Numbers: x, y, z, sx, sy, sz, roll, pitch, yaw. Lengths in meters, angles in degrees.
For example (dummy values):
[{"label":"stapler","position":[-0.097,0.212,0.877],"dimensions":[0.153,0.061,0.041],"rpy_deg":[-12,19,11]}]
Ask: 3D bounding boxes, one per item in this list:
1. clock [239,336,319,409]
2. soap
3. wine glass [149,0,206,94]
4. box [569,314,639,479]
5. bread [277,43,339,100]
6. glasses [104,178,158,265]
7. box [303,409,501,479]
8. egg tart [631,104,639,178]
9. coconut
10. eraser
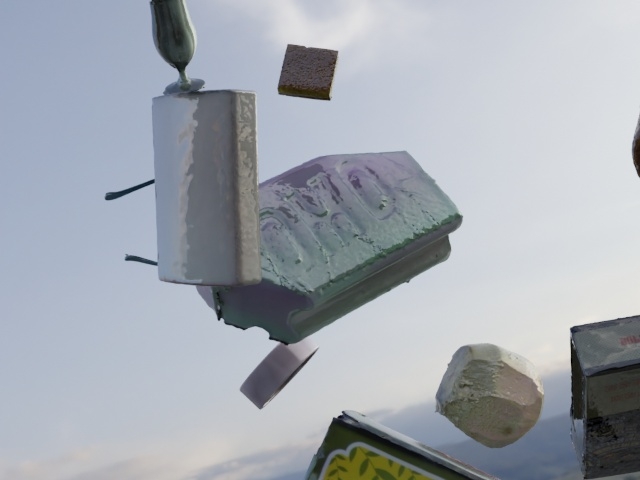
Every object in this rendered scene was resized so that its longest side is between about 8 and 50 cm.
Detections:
[{"label":"clock","position":[-0.092,0.288,2.002],"dimensions":[0.197,0.068,0.197],"rpy_deg":[-46,-8,-8]},{"label":"soap","position":[0.000,0.000,1.584],"dimensions":[0.446,0.261,0.156],"rpy_deg":[-27,-26,-23]},{"label":"wine glass","position":[-0.325,-0.443,1.989],"dimensions":[0.103,0.103,0.222],"rpy_deg":[-13,-61,-9]},{"label":"box","position":[0.458,0.220,1.246],"dimensions":[0.198,0.084,0.310],"rpy_deg":[-11,-42,6]},{"label":"bread","position":[-0.021,-0.290,1.537],"dimensions":[0.095,0.090,0.035],"rpy_deg":[8,-18,7]},{"label":"glasses","position":[-0.210,-0.048,1.387],"dimensions":[0.221,0.189,0.088],"rpy_deg":[-10,-26,-25]},{"label":"box","position":[0.108,0.471,1.072],"dimensions":[0.373,0.420,0.138],"rpy_deg":[23,-8,14]},{"label":"egg tart","position":[0.560,-0.158,1.319],"dimensions":[0.171,0.215,0.215],"rpy_deg":[-44,-3,-35]},{"label":"coconut","position":[0.314,0.278,1.596],"dimensions":[0.195,0.194,0.194],"rpy_deg":[-14,-21,-6]},{"label":"eraser","position":[-0.163,-0.074,1.259],"dimensions":[0.174,0.270,0.095],"rpy_deg":[2,4,41]}]
